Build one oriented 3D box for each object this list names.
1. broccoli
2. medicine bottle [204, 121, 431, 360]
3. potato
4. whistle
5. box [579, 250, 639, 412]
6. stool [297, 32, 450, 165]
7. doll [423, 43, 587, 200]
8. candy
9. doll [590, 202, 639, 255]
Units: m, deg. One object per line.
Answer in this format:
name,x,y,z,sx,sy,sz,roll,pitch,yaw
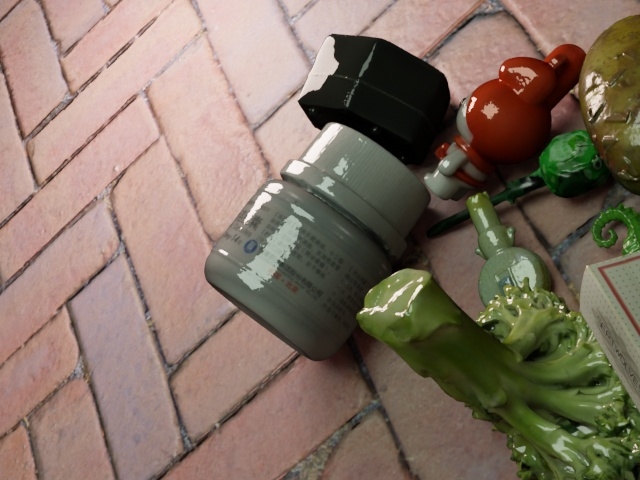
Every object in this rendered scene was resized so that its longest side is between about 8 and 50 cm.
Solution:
broccoli,0.216,0.151,1.497,0.275,0.397,0.353,-65,5,-13
medicine bottle,0.000,0.000,1.874,0.245,0.245,0.306,29,78,47
potato,0.440,-0.190,1.671,0.176,0.141,0.298,-7,57,2
whistle,0.253,0.019,1.745,0.104,0.057,0.198,-33,64,28
box,0.484,0.084,1.388,0.330,0.095,0.210,-15,47,-9
stool,0.086,-0.219,1.956,0.232,0.232,0.141,15,78,45
doll,0.271,-0.175,1.809,0.290,0.161,0.130,-48,66,20
candy,0.276,-0.069,1.805,0.323,0.097,0.097,-26,50,37
doll,0.421,0.021,1.633,0.115,0.050,0.190,-32,46,14
